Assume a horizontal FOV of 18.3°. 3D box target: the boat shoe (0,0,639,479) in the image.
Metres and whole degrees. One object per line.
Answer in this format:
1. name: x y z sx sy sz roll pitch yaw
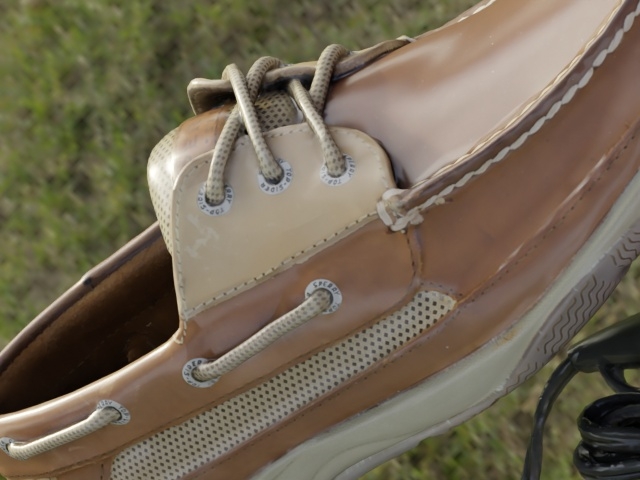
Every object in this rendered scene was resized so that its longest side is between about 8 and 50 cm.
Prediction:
1. boat shoe: 0.000 0.000 0.629 0.324 0.116 0.123 -45 20 25

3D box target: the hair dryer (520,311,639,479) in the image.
1. hair dryer: 0.155 0.014 0.541 0.293 0.080 0.223 -59 42 11
